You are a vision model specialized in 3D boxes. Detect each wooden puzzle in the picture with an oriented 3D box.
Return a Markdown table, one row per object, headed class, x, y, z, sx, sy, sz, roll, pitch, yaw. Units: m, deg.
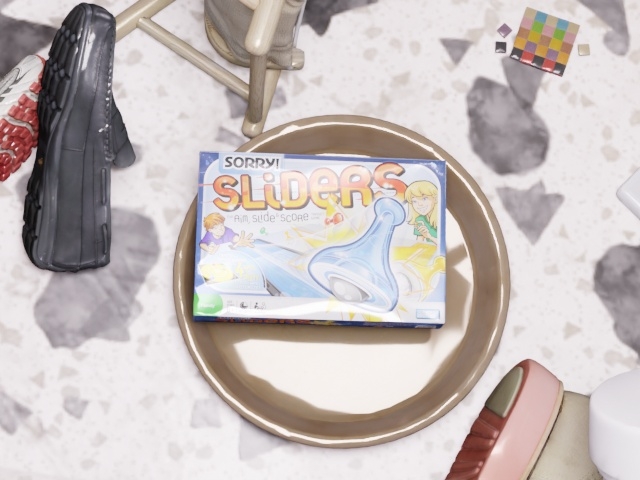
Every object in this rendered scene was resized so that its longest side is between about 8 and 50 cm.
| class | x | y | z | sx | sy | sz | roll | pitch | yaw |
| --- | --- | --- | --- | --- | --- | --- | --- | --- | --- |
| wooden puzzle | 0.194 | -0.173 | 1.428 | 0.083 | 0.006 | 0.049 | 20 | 78 | 0 |

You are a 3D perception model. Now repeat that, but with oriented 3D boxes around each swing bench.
| class | x | y | z | sx | sy | sz | roll | pitch | yaw |
| --- | --- | --- | --- | --- | --- | --- | --- | --- | --- |
| swing bench | -0.044 | -0.252 | 1.302 | 0.165 | 0.253 | 0.254 | 34 | 79 | 3 |

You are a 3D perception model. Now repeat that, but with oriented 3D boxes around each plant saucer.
| class | x | y | z | sx | sy | sz | roll | pitch | yaw |
| --- | --- | --- | --- | --- | --- | --- | --- | --- | --- |
| plant saucer | 0.017 | 0.034 | 1.359 | 0.278 | 0.041 | 0.277 | 1 | 80 | -4 |

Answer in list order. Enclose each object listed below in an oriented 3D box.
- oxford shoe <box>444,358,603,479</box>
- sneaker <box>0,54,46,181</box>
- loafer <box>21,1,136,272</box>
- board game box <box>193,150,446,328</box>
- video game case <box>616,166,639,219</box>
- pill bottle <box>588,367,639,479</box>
| class | x | y | z | sx | sy | sz | roll | pitch | yaw |
| --- | --- | --- | --- | --- | --- | --- | --- | --- | --- |
| oxford shoe | 0.135 | 0.295 | 1.269 | 0.146 | 0.140 | 0.397 | 28 | 80 | -6 |
| sneaker | -0.309 | -0.076 | 1.335 | 0.093 | 0.088 | 0.225 | 43 | 75 | 14 |
| loafer | -0.187 | -0.080 | 1.321 | 0.078 | 0.076 | 0.223 | 2 | 110 | -25 |
| board game box | 0.000 | 0.000 | 1.326 | 0.201 | 0.035 | 0.136 | 1 | 79 | -4 |
| video game case | 0.402 | -0.032 | 1.406 | 0.227 | 0.026 | 0.206 | 45 | 80 | 6 |
| pill bottle | 0.282 | 0.286 | 1.184 | 0.210 | 0.210 | 0.362 | -4 | 103 | -5 |
